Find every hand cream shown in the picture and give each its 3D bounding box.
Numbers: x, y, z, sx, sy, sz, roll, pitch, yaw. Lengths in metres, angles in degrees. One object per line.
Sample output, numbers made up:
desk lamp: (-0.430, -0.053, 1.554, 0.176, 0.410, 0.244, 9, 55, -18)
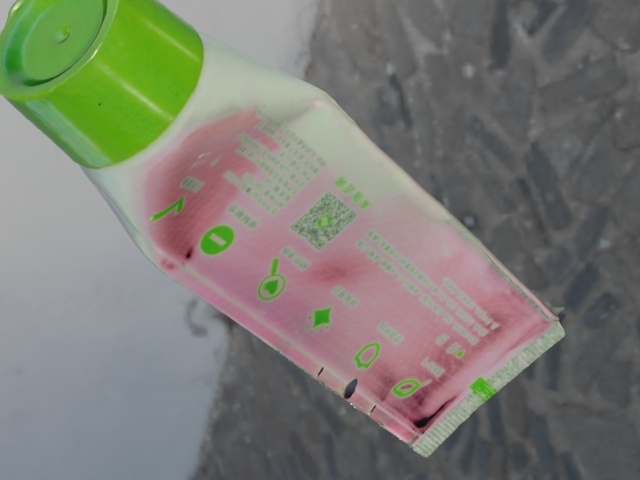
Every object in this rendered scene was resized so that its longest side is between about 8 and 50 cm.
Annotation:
hand cream: (0.001, 0.001, 0.473, 0.079, 0.275, 0.050, -22, 52, 25)
